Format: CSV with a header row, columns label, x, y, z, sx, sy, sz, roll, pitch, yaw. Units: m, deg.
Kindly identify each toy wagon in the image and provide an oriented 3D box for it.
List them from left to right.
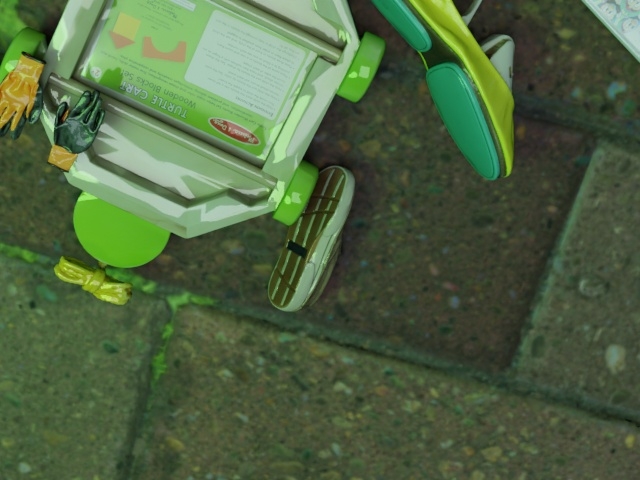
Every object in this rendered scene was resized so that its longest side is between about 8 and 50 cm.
label,x,y,z,sx,sy,sz,roll,pitch,yaw
toy wagon,-0.121,-0.109,0.960,0.267,0.068,0.344,26,109,-7

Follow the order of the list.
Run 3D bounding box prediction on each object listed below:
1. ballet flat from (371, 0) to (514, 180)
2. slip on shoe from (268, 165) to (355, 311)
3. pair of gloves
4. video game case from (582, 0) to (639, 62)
label,x,y,z,sx,sy,sz,roll,pitch,yaw
ballet flat,0.108,-0.158,0.937,0.077,0.077,0.231,-38,105,-13
slip on shoe,0.000,0.000,1.012,0.041,0.051,0.135,10,106,-44
pair of gloves,-0.214,-0.099,0.924,0.083,0.010,0.074,29,109,-9
video game case,0.277,-0.222,0.932,0.157,0.019,0.143,43,106,-13
